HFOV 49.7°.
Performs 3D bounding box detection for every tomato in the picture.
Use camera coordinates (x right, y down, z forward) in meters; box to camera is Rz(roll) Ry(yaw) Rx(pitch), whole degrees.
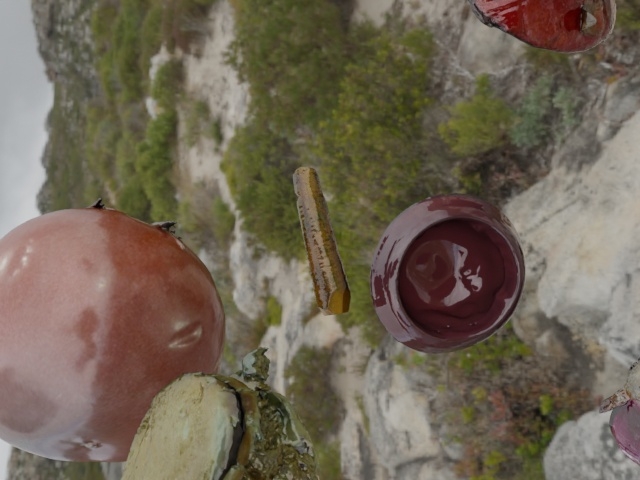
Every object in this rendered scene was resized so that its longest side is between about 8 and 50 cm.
[{"bbox_3d":[-0.281,0.132,0.889,0.341,0.342,0.272,115,168,-50],"label":"tomato"}]

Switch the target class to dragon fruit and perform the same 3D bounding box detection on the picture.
[{"bbox_3d":[0.320,-0.406,1.027,0.282,0.344,0.100,-57,11,-29],"label":"dragon fruit"}]

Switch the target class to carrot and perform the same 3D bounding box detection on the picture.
[{"bbox_3d":[0.000,0.000,0.778,0.042,0.042,0.170,152,106,-71],"label":"carrot"}]

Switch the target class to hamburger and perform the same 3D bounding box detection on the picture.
[{"bbox_3d":[-0.076,0.178,0.584,0.159,0.131,0.184,8,77,48],"label":"hamburger"}]

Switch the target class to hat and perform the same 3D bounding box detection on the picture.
[{"bbox_3d":[0.155,0.040,0.858,0.089,0.206,0.205,-152,68,-78],"label":"hat"}]

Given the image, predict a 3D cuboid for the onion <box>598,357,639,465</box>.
[{"bbox_3d":[0.591,0.250,0.960,0.267,0.349,0.159,-61,29,23],"label":"onion"}]
